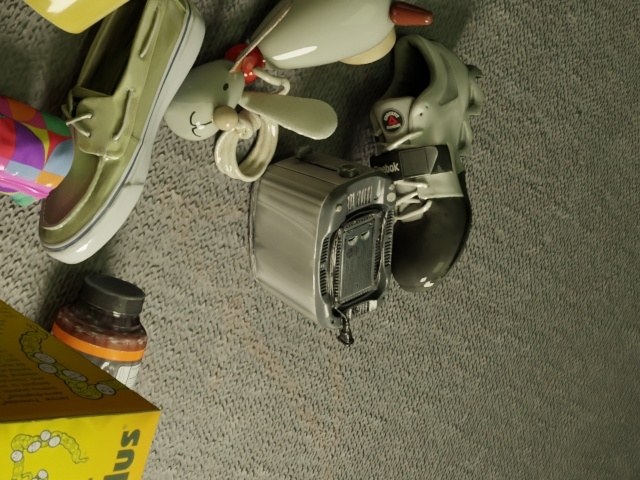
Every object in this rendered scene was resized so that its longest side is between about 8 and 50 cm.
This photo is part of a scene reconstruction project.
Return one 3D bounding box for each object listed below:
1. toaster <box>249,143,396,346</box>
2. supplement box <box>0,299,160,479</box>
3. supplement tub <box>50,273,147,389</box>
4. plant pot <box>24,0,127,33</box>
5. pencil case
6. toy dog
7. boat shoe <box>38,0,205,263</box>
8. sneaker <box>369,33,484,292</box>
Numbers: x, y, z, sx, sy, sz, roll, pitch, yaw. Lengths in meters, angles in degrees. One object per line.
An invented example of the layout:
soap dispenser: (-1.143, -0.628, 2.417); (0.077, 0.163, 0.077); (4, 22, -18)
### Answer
toaster: (0.000, 0.000, 1.803); (0.129, 0.146, 0.227); (-24, 127, -38)
supplement box: (-0.344, 0.165, 1.343); (0.195, 0.356, 0.194); (1, 110, -48)
supplement tub: (-0.251, 0.139, 1.635); (0.106, 0.106, 0.198); (6, 106, -50)
plant pot: (-0.190, -0.323, 1.334); (0.239, 0.254, 0.254); (-43, 143, 10)
pencil case: (-0.340, -0.100, 1.401); (0.236, 0.104, 0.104); (17, 98, -51)
toy dog: (-0.005, -0.207, 1.666); (0.334, 0.161, 0.220); (-55, 141, -10)
boat shoe: (-0.221, -0.126, 1.526); (0.094, 0.109, 0.302); (34, 75, -49)
sneaker: (0.109, -0.101, 1.845); (0.146, 0.122, 0.331); (32, 55, -42)
